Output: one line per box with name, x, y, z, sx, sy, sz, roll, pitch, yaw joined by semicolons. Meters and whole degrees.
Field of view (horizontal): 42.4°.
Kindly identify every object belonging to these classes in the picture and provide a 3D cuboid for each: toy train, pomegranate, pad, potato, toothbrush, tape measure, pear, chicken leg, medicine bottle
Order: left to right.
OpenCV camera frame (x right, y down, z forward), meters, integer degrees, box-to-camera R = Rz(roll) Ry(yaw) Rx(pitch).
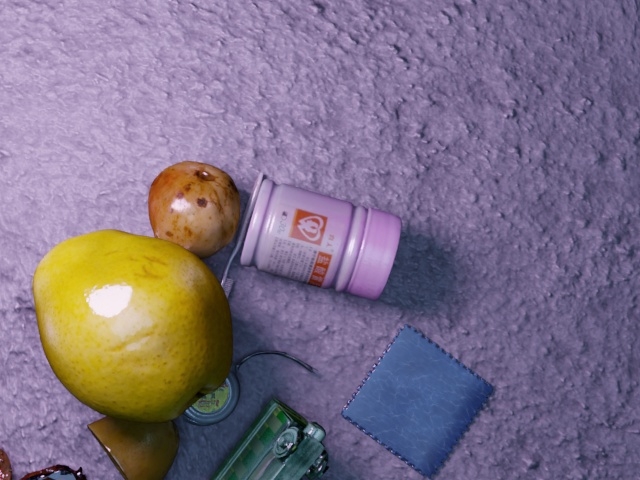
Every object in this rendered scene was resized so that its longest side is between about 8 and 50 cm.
chicken leg;-0.633;0.568;1.810;0.253;0.051;0.106;-32;96;-2
pear;-0.368;0.164;1.644;0.418;0.362;0.362;43;85;9
potato;-0.383;0.442;1.787;0.158;0.178;0.203;-32;65;-20
pomegranate;-0.280;-0.060;1.789;0.215;0.215;0.216;0;88;-4
toothbrush;-0.178;-0.009;1.881;0.029;0.025;0.307;19;87;-12
tape measure;-0.175;0.330;1.851;0.330;0.084;0.164;2;87;-16
toy train;-0.114;0.498;1.779;0.120;0.202;0.301;40;85;-27
medicine bottle;0.000;0.000;1.806;0.315;0.202;0.202;15;86;-3
pad;0.224;0.370;1.903;0.269;0.012;0.269;35;85;-2

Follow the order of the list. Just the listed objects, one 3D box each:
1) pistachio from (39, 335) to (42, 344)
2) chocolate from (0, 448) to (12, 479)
pistachio;-0.546;0.162;1.804;0.124;0.124;0.185;27;91;-3
chocolate;-0.722;0.510;1.771;0.127;0.124;0.133;1;51;32
